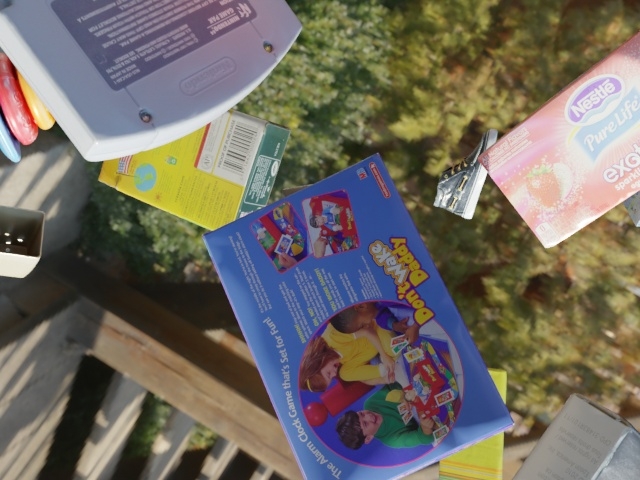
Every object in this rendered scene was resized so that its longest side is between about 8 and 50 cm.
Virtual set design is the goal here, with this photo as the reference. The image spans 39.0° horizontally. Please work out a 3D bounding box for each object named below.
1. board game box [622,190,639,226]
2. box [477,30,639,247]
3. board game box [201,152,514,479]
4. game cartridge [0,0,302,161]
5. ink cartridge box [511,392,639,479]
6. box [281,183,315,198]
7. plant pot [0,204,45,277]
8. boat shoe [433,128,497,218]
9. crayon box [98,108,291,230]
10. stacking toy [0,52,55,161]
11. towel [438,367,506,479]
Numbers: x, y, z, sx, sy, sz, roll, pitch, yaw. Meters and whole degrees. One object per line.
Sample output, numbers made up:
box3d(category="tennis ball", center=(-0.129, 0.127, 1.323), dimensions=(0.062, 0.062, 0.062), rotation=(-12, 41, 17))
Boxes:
box3d(category="board game box", center=(0.542, -0.113, 1.485), dimensions=(0.154, 0.026, 0.103), rotation=(104, -20, -44))
box3d(category="box", center=(0.352, -0.141, 1.040), dimensions=(0.300, 0.142, 0.154), rotation=(-39, 178, 32))
box3d(category="board game box", center=(0.038, 0.104, 1.045), dimensions=(0.233, 0.347, 0.078), rotation=(-25, 163, 0))
box3d(category="game cartridge", center=(-0.157, -0.202, 0.876), dimensions=(0.294, 0.196, 0.060), rotation=(-39, -179, -38))
box3d(category="ink cartridge box", center=(0.203, 0.312, 0.708), dimensions=(0.303, 0.072, 0.307), rotation=(38, 86, -36))
box3d(category="box", center=(0.000, 0.000, 1.800), dimensions=(0.207, 0.108, 0.153), rotation=(-118, -157, -52))
box3d(category="plant pot", center=(-0.575, 0.009, 1.669), dimensions=(0.096, 0.109, 0.109), rotation=(121, -30, -46))
box3d(category="boat shoe", center=(0.275, -0.133, 1.718), dimensions=(0.065, 0.083, 0.183), rotation=(-53, 160, -65))
box3d(category="crayon box", center=(-0.222, -0.146, 1.546), dimensions=(0.081, 0.318, 0.202), rotation=(7, 104, -60))
box3d(category="stacking toy", center=(-0.439, -0.276, 1.576), dimensions=(0.302, 0.175, 0.165), rotation=(-18, 134, -7))
box3d(category="towel", center=(0.232, 0.309, 1.374), dimensions=(0.021, 0.102, 0.237), rotation=(1, 92, -58))
